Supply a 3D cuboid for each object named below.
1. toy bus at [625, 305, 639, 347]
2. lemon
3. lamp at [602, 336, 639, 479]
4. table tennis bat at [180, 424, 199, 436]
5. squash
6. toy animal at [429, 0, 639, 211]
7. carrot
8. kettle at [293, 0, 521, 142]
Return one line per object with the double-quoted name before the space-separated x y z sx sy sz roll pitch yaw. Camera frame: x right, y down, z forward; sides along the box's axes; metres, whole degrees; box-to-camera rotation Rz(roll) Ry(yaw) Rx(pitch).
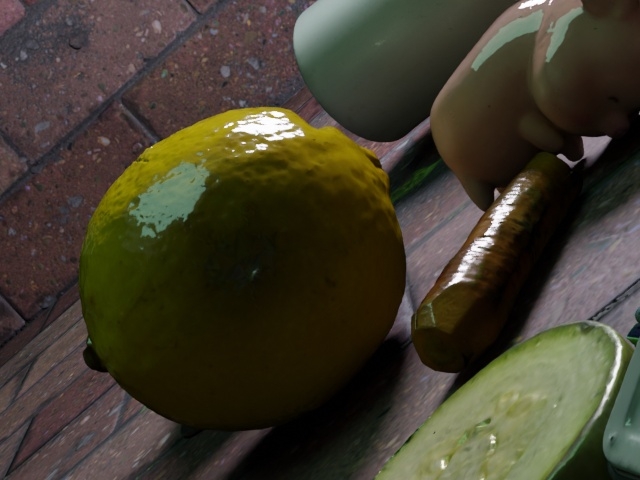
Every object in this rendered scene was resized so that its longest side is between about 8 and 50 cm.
"toy bus" 0.227 0.040 0.934 0.083 0.037 0.031 -45 13 -12
"lemon" -0.070 0.027 1.357 0.297 0.297 0.297 -40 11 10
"lamp" 0.244 0.011 0.705 0.266 0.047 0.269 -68 16 -6
"table tennis bat" -0.093 0.157 1.628 0.156 0.013 0.087 -38 11 21
"squash" 0.098 0.148 0.931 0.252 0.049 0.252 -41 11 10
"toy animal" 0.210 -0.145 1.373 0.250 0.154 0.166 -33 -4 29
"carrot" 0.147 0.013 1.240 0.070 0.070 0.260 -31 13 43
"kettle" 0.162 -0.272 1.854 0.318 0.265 0.205 -38 39 39
